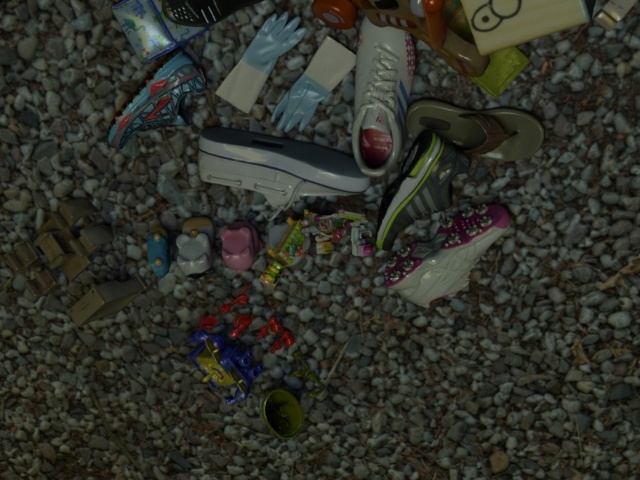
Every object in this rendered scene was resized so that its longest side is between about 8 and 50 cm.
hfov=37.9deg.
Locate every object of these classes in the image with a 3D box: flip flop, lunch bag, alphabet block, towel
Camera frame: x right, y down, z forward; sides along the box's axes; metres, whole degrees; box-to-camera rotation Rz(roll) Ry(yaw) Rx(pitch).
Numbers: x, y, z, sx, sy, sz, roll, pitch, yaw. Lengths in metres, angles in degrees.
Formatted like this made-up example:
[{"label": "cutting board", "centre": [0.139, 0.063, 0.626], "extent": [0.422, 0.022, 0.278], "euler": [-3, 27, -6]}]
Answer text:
[{"label": "flip flop", "centre": [0.299, -0.213, 1.829], "extent": [0.276, 0.080, 0.112], "euler": [13, 117, 3]}, {"label": "lunch bag", "centre": [-0.310, -0.434, 1.820], "extent": [0.151, 0.096, 0.129], "euler": [-26, 107, 5]}, {"label": "alphabet block", "centre": [0.354, -0.459, 1.618], "extent": [0.197, 0.193, 0.193], "euler": [-13, 112, 27]}, {"label": "towel", "centre": [0.281, -0.382, 1.770], "extent": [0.237, 0.021, 0.102], "euler": [40, 102, -11]}]

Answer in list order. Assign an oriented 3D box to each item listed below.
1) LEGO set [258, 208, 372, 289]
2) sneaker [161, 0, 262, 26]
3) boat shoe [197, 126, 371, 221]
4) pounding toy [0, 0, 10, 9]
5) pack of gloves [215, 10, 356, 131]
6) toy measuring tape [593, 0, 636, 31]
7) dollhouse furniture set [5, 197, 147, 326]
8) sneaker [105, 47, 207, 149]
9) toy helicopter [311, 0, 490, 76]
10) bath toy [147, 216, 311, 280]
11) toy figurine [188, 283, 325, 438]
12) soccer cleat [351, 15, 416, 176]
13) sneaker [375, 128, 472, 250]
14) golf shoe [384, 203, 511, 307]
[{"label": "LEGO set", "centre": [0.000, 0.000, 1.882], "extent": [0.107, 0.287, 0.132], "euler": [-8, 98, 50]}, {"label": "sneaker", "centre": [-0.205, -0.451, 1.743], "extent": [0.130, 0.227, 0.087], "euler": [8, 123, 58]}, {"label": "boat shoe", "centre": [-0.082, -0.116, 1.911], "extent": [0.366, 0.136, 0.157], "euler": [12, 117, 6]}, {"label": "pounding toy", "centre": [-0.648, -0.512, 1.829], "extent": [0.141, 0.100, 0.130], "euler": [41, 116, -11]}, {"label": "pack of gloves", "centre": [-0.066, -0.337, 1.862], "extent": [0.195, 0.046, 0.232], "euler": [30, 119, -20]}, {"label": "toy measuring tape", "centre": [0.558, -0.487, 1.596], "extent": [0.121, 0.121, 0.330], "euler": [38, 85, -10]}, {"label": "dollhouse furniture set", "centre": [-0.532, 0.052, 2.095], "extent": [0.212, 0.161, 0.242], "euler": [-39, 82, 24]}, {"label": "sneaker", "centre": [-0.332, -0.260, 1.900], "extent": [0.125, 0.104, 0.262], "euler": [41, 116, -14]}, {"label": "toy helicopter", "centre": [0.175, -0.398, 1.645], "extent": [0.355, 0.235, 0.140], "euler": [30, 79, -27]}, {"label": "bath toy", "centre": [-0.188, 0.017, 2.002], "extent": [0.348, 0.152, 0.129], "euler": [-3, 151, 7]}, {"label": "toy figurine", "centre": [-0.188, 0.284, 2.156], "extent": [0.217, 0.191, 0.363], "euler": [-8, 127, 46]}, {"label": "soccer cleat", "centre": [0.119, -0.279, 1.775], "extent": [0.115, 0.143, 0.332], "euler": [3, 107, 9]}, {"label": "sneaker", "centre": [0.199, -0.080, 1.882], "extent": [0.121, 0.111, 0.300], "euler": [22, 133, -8]}, {"label": "golf shoe", "centre": [0.282, 0.035, 1.950], "extent": [0.306, 0.115, 0.140], "euler": [-32, 118, 29]}]
